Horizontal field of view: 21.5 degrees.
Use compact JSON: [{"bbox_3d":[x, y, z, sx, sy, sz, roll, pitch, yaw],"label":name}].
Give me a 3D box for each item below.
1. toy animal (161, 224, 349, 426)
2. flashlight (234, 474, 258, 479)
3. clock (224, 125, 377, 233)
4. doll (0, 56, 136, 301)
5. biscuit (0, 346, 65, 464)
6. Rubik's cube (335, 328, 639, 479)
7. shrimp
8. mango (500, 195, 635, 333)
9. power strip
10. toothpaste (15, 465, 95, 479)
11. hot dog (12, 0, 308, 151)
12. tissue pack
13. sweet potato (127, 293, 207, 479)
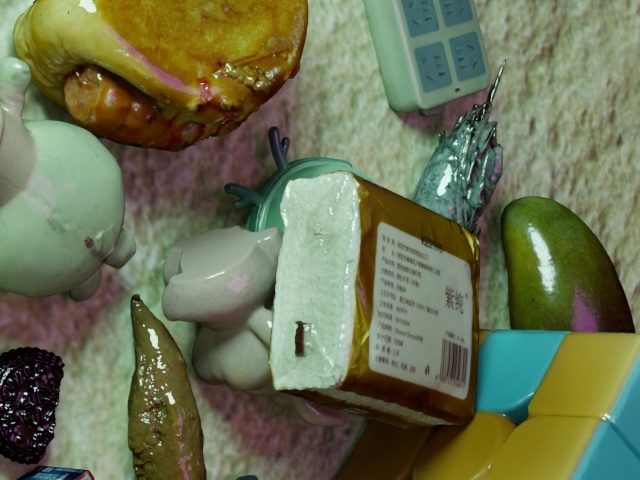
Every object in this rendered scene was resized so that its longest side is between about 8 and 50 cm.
[{"bbox_3d":[-0.054,0.094,1.432,0.124,0.124,0.212,-45,121,-34],"label":"toy animal"},{"bbox_3d":[-0.053,0.265,1.465,0.057,0.035,0.121,-11,94,-40],"label":"flashlight"},{"bbox_3d":[0.000,0.000,1.512,0.211,0.066,0.159,49,57,-26],"label":"clock"},{"bbox_3d":[-0.237,-0.041,1.273,0.275,0.113,0.155,44,78,-32],"label":"doll"},{"bbox_3d":[-0.231,0.128,1.326,0.089,0.027,0.087,-46,115,-34],"label":"biscuit"},{"bbox_3d":[0.201,0.275,1.519,0.290,0.291,0.291,49,59,-27],"label":"Rubik's cube"},{"bbox_3d":[0.139,-0.066,1.617,0.079,0.090,0.233,21,87,-18],"label":"shrimp"},{"bbox_3d":[0.249,0.082,1.694,0.133,0.111,0.267,-22,96,-28],"label":"mango"},{"bbox_3d":[0.090,-0.253,1.622,0.118,0.046,0.270,-21,100,-40],"label":"power strip"},{"bbox_3d":[-0.157,0.329,1.344,0.066,0.076,0.320,-36,109,-37],"label":"toothpaste"},{"bbox_3d":[-0.112,-0.155,1.376,0.257,0.150,0.153,-24,93,-40],"label":"hot dog"},{"bbox_3d":[0.052,0.054,1.412,0.226,0.092,0.183,21,66,-53],"label":"tissue pack"},{"bbox_3d":[-0.131,0.144,1.394,0.068,0.060,0.206,-5,81,-33],"label":"sweet potato"}]
